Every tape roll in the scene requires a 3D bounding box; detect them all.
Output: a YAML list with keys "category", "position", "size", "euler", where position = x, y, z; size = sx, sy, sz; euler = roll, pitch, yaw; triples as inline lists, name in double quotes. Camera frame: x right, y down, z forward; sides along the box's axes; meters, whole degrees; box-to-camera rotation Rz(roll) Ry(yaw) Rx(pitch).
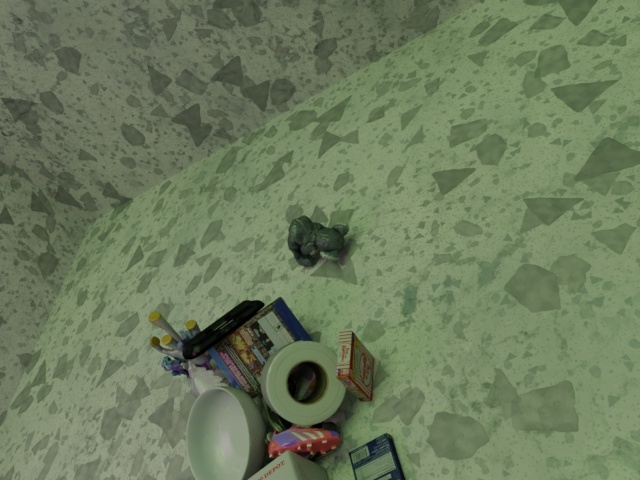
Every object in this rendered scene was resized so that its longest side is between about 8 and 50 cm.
- category: "tape roll"
  position: [-0.057, 0.439, 1.566]
  size: [0.246, 0.246, 0.169]
  euler: [-60, 5, -18]

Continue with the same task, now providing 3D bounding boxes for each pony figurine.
- category: "pony figurine"
  position: [-0.473, 0.439, 1.948]
  size: [0.350, 0.363, 0.303]
  euler: [6, 51, 27]

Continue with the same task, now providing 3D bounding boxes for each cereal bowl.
- category: "cereal bowl"
  position: [-0.294, 0.653, 1.668]
  size: [0.339, 0.141, 0.339]
  euler: [-9, 76, 39]

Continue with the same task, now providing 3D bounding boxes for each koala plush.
- category: "koala plush"
  position: [0.000, 0.000, 2.006]
  size: [0.221, 0.203, 0.196]
  euler: [12, 65, 34]

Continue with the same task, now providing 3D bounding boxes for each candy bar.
- category: "candy bar"
  position: [-0.020, 0.493, 1.704]
  size: [0.040, 0.018, 0.161]
  euler: [15, 68, 51]

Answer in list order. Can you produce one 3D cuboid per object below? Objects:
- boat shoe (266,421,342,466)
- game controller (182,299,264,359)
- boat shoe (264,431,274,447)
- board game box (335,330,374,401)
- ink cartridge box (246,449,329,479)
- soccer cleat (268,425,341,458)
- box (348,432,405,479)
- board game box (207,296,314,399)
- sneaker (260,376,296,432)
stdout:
- category: "boat shoe"
  position: [-0.084, 0.666, 1.546]
  size: [0.335, 0.095, 0.112]
  euler: [-41, 39, 5]
- category: "game controller"
  position: [-0.337, 0.310, 1.761]
  size: [0.319, 0.067, 0.166]
  euler: [-36, 15, -30]
- category: "boat shoe"
  position: [-0.144, 0.641, 1.593]
  size: [0.043, 0.137, 0.049]
  euler: [-36, 57, 3]
- category: "board game box"
  position: [0.108, 0.387, 1.542]
  size: [0.045, 0.193, 0.147]
  euler: [-11, 50, 23]
- category: "ink cartridge box"
  position: [-0.070, 0.763, 1.367]
  size: [0.198, 0.197, 0.270]
  euler: [-39, 39, 8]
- category: "soccer cleat"
  position: [-0.050, 0.576, 1.468]
  size: [0.248, 0.083, 0.095]
  euler: [-26, 38, 27]
- category: "box"
  position: [0.164, 0.662, 1.376]
  size: [0.136, 0.036, 0.225]
  euler: [-33, 39, 15]
- category: "board game box"
  position: [-0.201, 0.382, 1.770]
  size: [0.291, 0.232, 0.141]
  euler: [-35, 0, 11]
- category: "sneaker"
  position: [-0.122, 0.551, 1.693]
  size: [0.118, 0.083, 0.222]
  euler: [-43, 38, 2]
